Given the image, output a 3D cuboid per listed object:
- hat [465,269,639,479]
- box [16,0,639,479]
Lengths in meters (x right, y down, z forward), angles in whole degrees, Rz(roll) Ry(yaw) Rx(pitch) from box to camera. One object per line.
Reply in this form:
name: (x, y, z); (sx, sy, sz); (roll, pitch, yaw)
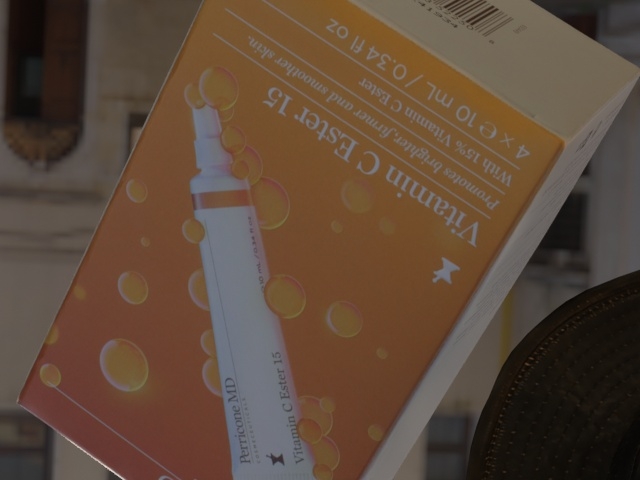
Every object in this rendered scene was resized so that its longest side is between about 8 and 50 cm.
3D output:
hat: (0.235, 0.131, 0.787); (0.331, 0.331, 0.134); (3, 161, -3)
box: (0.000, 0.000, 1.035); (0.215, 0.345, 0.168); (34, -152, 11)
